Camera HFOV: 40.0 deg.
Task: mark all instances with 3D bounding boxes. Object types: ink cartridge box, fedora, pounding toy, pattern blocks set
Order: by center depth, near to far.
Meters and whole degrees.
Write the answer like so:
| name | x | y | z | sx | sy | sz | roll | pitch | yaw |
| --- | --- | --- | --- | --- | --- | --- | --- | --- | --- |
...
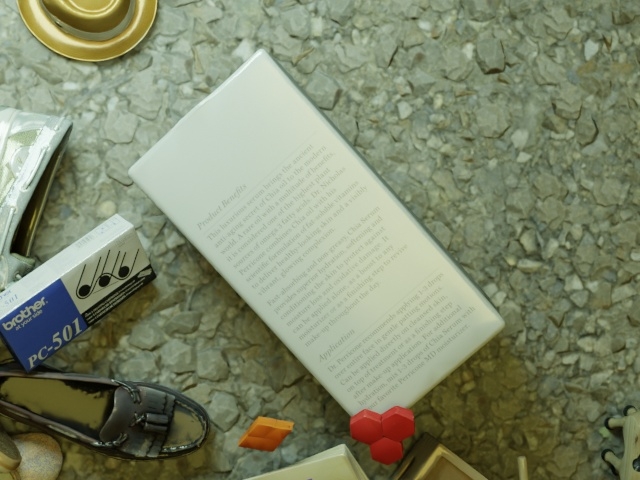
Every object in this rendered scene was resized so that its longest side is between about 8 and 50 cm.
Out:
| name | x | y | z | sx | sy | sz | roll | pitch | yaw |
| --- | --- | --- | --- | --- | --- | --- | --- | --- | --- |
| ink cartridge box | -0.315 | 0.065 | 1.120 | 0.207 | 0.046 | 0.097 | -38 | 136 | -25 |
| pattern blocks set | -0.013 | 0.340 | 1.136 | 0.324 | 0.026 | 0.285 | -11 | 114 | 11 |
| fedora | -0.315 | -0.336 | 1.167 | 0.194 | 0.079 | 0.194 | 0 | 88 | -8 |
| pounding toy | 0.211 | 0.360 | 1.214 | 0.206 | 0.094 | 0.181 | 38 | 84 | -6 |

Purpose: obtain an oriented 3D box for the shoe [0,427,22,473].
| name | x | y | z | sx | sy | sz | roll | pitch | yaw |
| --- | --- | --- | --- | --- | --- | --- | --- | --- | --- |
| shoe | -0.471 | 0.239 | 1.114 | 0.219 | 0.076 | 0.058 | 29 | 86 | 18 |

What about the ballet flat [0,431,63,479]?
| name | x | y | z | sx | sy | sz | roll | pitch | yaw |
| --- | --- | --- | --- | --- | --- | --- | --- | --- | --- |
| ballet flat | -0.475 | 0.351 | 1.111 | 0.316 | 0.106 | 0.107 | -31 | 91 | -8 |

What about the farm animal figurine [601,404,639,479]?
| name | x | y | z | sx | sy | sz | roll | pitch | yaw |
| --- | --- | --- | --- | --- | --- | --- | --- | --- | --- |
| farm animal figurine | 0.481 | 0.424 | 1.211 | 0.327 | 0.172 | 0.330 | -45 | 94 | -7 |

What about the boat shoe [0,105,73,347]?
| name | x | y | z | sx | sy | sz | roll | pitch | yaw |
| --- | --- | --- | --- | --- | --- | --- | --- | --- | --- |
| boat shoe | -0.394 | -0.012 | 1.131 | 0.103 | 0.118 | 0.320 | 7 | 81 | -3 |

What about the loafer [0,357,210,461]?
| name | x | y | z | sx | sy | sz | roll | pitch | yaw |
| --- | --- | --- | --- | --- | --- | --- | --- | --- | --- |
| loafer | -0.293 | 0.225 | 1.143 | 0.302 | 0.095 | 0.109 | 15 | 80 | -7 |

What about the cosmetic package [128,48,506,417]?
| name | x | y | z | sx | sy | sz | roll | pitch | yaw |
| --- | --- | --- | --- | --- | --- | --- | --- | --- | --- |
| cosmetic package | 0.000 | 0.000 | 1.139 | 0.230 | 0.161 | 0.453 | -41 | 95 | 8 |
